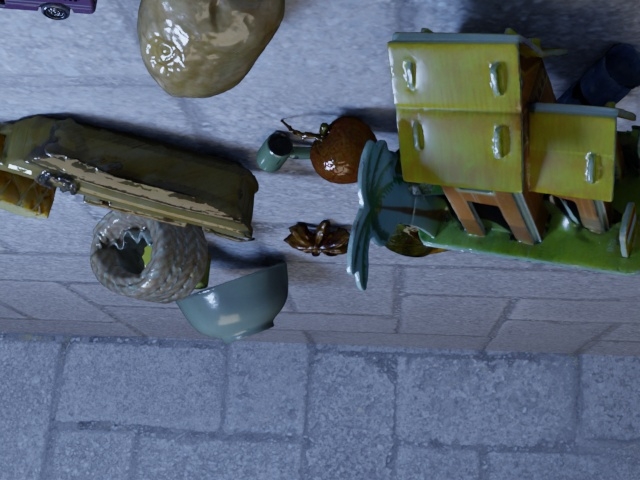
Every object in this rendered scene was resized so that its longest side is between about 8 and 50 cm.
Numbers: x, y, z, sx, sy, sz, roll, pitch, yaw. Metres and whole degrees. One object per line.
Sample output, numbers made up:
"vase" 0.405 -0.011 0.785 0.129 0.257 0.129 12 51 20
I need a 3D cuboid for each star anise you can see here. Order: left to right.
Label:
"star anise" 0.000 0.000 1.950 0.167 0.057 0.168 2 166 1

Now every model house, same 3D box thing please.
"model house" 0.207 -0.079 1.036 0.300 0.340 0.324 9 155 32

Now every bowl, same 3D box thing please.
"bowl" -0.197 0.166 2.219 0.289 0.146 0.289 -19 178 -1

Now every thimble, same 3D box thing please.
"thimble" -0.350 0.029 1.858 0.229 0.196 0.148 -10 161 36

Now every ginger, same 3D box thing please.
"ginger" -0.122 -0.236 0.981 0.138 0.152 0.267 36 164 -6

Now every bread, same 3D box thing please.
"bread" -0.526 -0.115 1.502 0.068 0.126 0.188 -8 161 39

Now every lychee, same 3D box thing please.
"lychee" 0.023 -0.136 1.364 0.140 0.101 0.114 3 176 -23

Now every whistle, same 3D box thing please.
"whistle" 0.347 -0.174 1.242 0.062 0.062 0.304 5 165 -8

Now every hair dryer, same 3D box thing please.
"hair dryer" -0.025 -0.141 1.481 0.150 0.047 0.071 2 165 -19

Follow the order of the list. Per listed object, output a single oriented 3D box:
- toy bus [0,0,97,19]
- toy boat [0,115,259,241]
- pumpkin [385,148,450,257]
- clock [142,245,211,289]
"toy bus" -0.316 -0.289 0.917 0.178 0.087 0.098 3 163 -10
"toy boat" -0.311 -0.108 1.514 0.445 0.136 0.162 15 157 -22
"pumpkin" 0.173 -0.078 1.392 0.237 0.159 0.238 -23 156 -11
"clock" -0.351 0.049 2.124 0.143 0.096 0.202 1 164 16
